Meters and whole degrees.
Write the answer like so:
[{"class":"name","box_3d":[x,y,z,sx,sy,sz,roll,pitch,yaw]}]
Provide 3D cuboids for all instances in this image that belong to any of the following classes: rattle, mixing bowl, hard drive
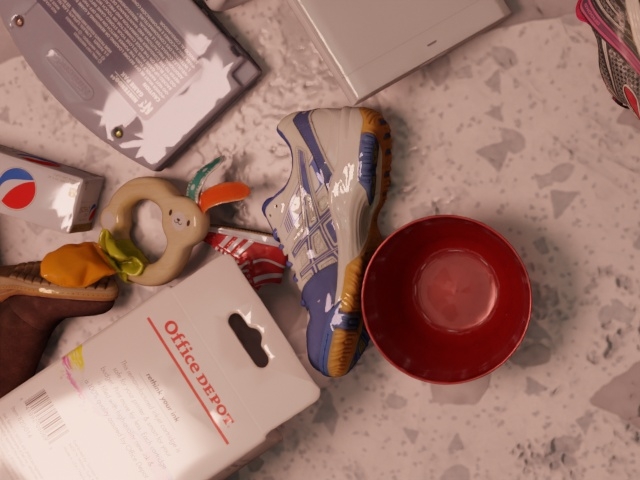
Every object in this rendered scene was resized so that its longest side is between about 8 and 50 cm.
[{"class":"rattle","box_3d":[-0.194,-0.024,1.707,0.200,0.143,0.130,-21,65,39]},{"class":"mixing bowl","box_3d":[0.141,0.058,1.682,0.182,0.098,0.181,1,95,12]},{"class":"hard drive","box_3d":[0.040,-0.323,1.664,0.203,0.040,0.307,-31,88,-16]}]

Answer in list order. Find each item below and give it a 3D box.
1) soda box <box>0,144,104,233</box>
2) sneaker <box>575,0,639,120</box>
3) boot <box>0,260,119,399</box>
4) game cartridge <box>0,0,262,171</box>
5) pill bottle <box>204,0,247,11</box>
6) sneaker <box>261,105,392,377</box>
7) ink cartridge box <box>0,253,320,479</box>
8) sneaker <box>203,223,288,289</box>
[{"class":"soda box","box_3d":[-0.366,-0.070,1.794,0.216,0.074,0.069,17,97,11]},{"class":"sneaker","box_3d":[0.364,-0.144,1.623,0.112,0.121,0.299,-17,92,42]},{"class":"boot","box_3d":[-0.348,0.133,1.816,0.249,0.090,0.206,0,107,10]},{"class":"game cartridge","box_3d":[-0.231,-0.231,1.764,0.196,0.060,0.294,-42,86,8]},{"class":"pill bottle","box_3d":[-0.123,-0.352,1.705,0.103,0.103,0.184,-32,88,13]},{"class":"sneaker","box_3d":[0.000,0.000,1.712,0.131,0.112,0.296,5,86,17]},{"class":"ink cartridge box","box_3d":[-0.186,0.193,1.723,0.353,0.119,0.207,-34,78,2]},{"class":"sneaker","box_3d":[-0.095,0.019,1.759,0.119,0.042,0.067,10,93,9]}]
